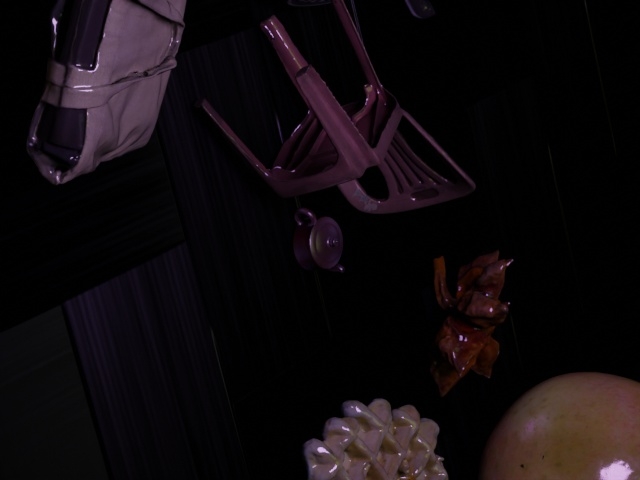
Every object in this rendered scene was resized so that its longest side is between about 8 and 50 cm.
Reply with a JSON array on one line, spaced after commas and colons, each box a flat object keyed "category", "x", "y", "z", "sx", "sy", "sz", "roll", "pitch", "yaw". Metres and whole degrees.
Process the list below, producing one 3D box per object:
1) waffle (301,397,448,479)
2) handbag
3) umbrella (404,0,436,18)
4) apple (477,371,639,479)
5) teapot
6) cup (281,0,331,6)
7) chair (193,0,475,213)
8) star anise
[{"category": "waffle", "x": 0.069, "y": 0.350, "z": 1.966, "sx": 0.292, "sy": 0.056, "sz": 0.309, "roll": 7, "pitch": 82, "yaw": -51}, {"category": "handbag", "x": -0.189, "y": -0.214, "z": 1.530, "sx": 0.253, "sy": 0.109, "sz": 0.316, "roll": -56, "pitch": 163, "yaw": -76}, {"category": "umbrella", "x": 0.087, "y": -0.380, "z": 2.043, "sx": 0.071, "sy": 0.071, "sz": 0.248, "roll": -56, "pitch": 130, "yaw": -37}, {"category": "apple", "x": 0.379, "y": 0.340, "z": 2.177, "sx": 0.319, "sy": 0.277, "sz": 0.319, "roll": 6, "pitch": 82, "yaw": -53}, {"category": "teapot", "x": 0.000, "y": 0.000, "z": 1.917, "sx": 0.068, "sy": 0.045, "sz": 0.100, "roll": -56, "pitch": 129, "yaw": -39}, {"category": "cup", "x": -0.020, "y": -0.369, "z": 1.839, "sx": 0.223, "sy": 0.169, "sz": 0.177, "roll": -9, "pitch": 89, "yaw": -36}, {"category": "chair", "x": 0.030, "y": -0.106, "z": 1.865, "sx": 0.326, "sy": 0.175, "sz": 0.183, "roll": 53, "pitch": 41, "yaw": -27}, {"category": "star anise", "x": 0.199, "y": 0.108, "z": 2.106, "sx": 0.212, "sy": 0.111, "sz": 0.196, "roll": -78, "pitch": 171, "yaw": -67}]
